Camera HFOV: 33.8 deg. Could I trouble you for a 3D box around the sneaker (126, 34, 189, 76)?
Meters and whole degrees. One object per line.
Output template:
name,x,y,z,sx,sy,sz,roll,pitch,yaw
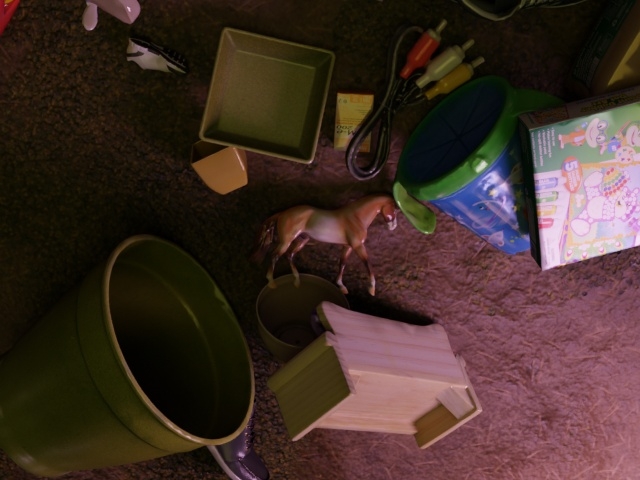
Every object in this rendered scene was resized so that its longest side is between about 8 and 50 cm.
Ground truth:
sneaker,-0.266,-0.294,1.720,0.109,0.040,0.044,27,125,-5

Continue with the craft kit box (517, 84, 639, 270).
craft kit box,0.427,-0.096,1.561,0.246,0.061,0.250,-16,123,-4

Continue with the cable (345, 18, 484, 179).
cable,0.126,-0.229,1.688,0.139,0.072,0.287,39,93,-25

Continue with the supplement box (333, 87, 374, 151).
supplement box,0.055,-0.198,1.743,0.062,0.036,0.099,3,111,0

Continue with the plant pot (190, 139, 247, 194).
plant pot,-0.160,-0.127,1.756,0.081,0.081,0.083,-24,119,10

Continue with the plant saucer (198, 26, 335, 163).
plant saucer,-0.086,-0.231,1.705,0.188,0.045,0.188,12,86,-3

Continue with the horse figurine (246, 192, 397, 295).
horse figurine,0.000,0.000,1.791,0.263,0.066,0.175,3,89,9

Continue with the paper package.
paper package,0.591,-0.305,1.612,0.309,0.168,0.325,22,110,-11

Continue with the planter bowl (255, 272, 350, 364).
planter bowl,-0.036,0.153,1.825,0.162,0.162,0.109,9,136,-2

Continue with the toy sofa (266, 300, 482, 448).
toy sofa,0.089,0.233,1.767,0.362,0.177,0.150,14,134,-45

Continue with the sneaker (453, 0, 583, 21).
sneaker,0.327,-0.393,1.602,0.282,0.153,0.099,-4,110,2

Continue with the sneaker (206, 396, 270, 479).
sneaker,-0.139,0.357,1.930,0.118,0.083,0.222,-35,105,13

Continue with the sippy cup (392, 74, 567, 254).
sippy cup,0.279,-0.105,1.685,0.224,0.305,0.240,42,78,-24

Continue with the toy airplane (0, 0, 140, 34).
toy airplane,-0.475,-0.468,1.535,0.384,0.272,0.386,0,130,35

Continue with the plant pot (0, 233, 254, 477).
plant pot,-0.362,0.228,1.772,0.353,0.366,0.366,-27,108,23
